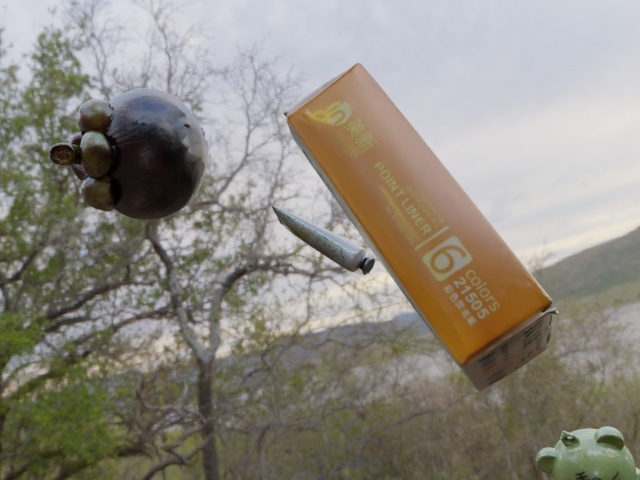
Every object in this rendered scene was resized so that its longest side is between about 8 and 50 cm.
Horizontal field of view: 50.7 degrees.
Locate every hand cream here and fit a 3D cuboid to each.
[{"bbox_3d":[0.000,0.000,1.092,0.194,0.042,0.067,28,-14,26],"label":"hand cream"}]

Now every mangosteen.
[{"bbox_3d":[-0.277,-0.121,0.979,0.230,0.194,0.194,-12,-11,-33],"label":"mangosteen"}]

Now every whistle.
[{"bbox_3d":[0.436,0.382,1.001,0.131,0.288,0.106,-32,15,27],"label":"whistle"}]

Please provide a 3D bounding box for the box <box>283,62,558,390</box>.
[{"bbox_3d":[0.094,-0.003,0.621,0.091,0.274,0.221,-35,-22,4],"label":"box"}]
